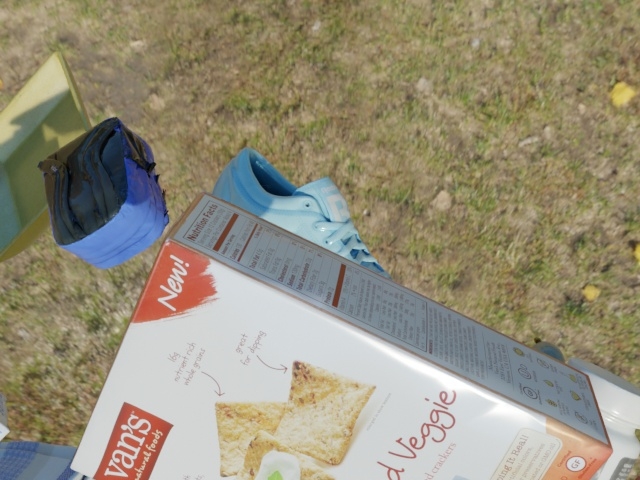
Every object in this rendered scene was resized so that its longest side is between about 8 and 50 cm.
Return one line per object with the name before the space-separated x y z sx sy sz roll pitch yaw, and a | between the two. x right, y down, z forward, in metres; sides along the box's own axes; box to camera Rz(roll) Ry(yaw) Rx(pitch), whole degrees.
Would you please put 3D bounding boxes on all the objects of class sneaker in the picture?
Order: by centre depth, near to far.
sneaker | 0.000 0.000 1.000 0.366 0.135 0.150 32 114 15

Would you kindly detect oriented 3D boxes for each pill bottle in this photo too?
pill bottle | 0.183 0.161 0.549 0.078 0.078 0.137 27 96 9

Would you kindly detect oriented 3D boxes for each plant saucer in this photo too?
plant saucer | -0.560 -0.158 1.493 0.333 0.081 0.332 -41 55 17

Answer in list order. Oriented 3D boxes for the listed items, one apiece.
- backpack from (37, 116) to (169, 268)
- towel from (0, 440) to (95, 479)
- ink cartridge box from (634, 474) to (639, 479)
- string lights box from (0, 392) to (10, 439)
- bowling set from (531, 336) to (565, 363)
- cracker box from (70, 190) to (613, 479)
backpack | -0.187 -0.035 0.684 0.098 0.101 0.120 -33 48 15
towel | -0.353 0.274 0.706 0.285 0.034 0.209 -6 32 32
ink cartridge box | 0.336 0.255 0.614 0.127 0.175 0.072 -25 95 -45
string lights box | -0.529 0.299 0.969 0.259 0.133 0.076 -46 113 -12
bowling set | 0.222 0.266 0.802 0.200 0.154 0.287 -13 48 -18
cracker box | 0.005 0.096 0.396 0.232 0.155 0.067 26 26 -3
